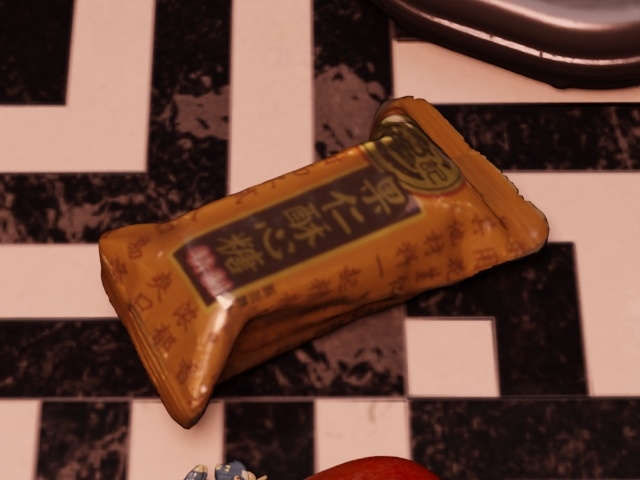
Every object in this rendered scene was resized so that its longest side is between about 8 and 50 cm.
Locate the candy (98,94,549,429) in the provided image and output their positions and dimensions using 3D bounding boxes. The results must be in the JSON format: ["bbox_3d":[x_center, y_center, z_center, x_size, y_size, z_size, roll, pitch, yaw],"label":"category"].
[{"bbox_3d":[0.000,0.000,1.017,0.271,0.101,0.143,-25,67,-22],"label":"candy"}]

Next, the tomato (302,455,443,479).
[{"bbox_3d":[0.028,0.194,0.890,0.174,0.082,0.166,-27,69,-25],"label":"tomato"}]

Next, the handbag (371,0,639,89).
[{"bbox_3d":[0.158,-0.231,1.146,0.308,0.093,0.254,21,70,12],"label":"handbag"}]

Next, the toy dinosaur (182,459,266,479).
[{"bbox_3d":[-0.067,0.160,0.952,0.083,0.030,0.047,-38,64,-21],"label":"toy dinosaur"}]
